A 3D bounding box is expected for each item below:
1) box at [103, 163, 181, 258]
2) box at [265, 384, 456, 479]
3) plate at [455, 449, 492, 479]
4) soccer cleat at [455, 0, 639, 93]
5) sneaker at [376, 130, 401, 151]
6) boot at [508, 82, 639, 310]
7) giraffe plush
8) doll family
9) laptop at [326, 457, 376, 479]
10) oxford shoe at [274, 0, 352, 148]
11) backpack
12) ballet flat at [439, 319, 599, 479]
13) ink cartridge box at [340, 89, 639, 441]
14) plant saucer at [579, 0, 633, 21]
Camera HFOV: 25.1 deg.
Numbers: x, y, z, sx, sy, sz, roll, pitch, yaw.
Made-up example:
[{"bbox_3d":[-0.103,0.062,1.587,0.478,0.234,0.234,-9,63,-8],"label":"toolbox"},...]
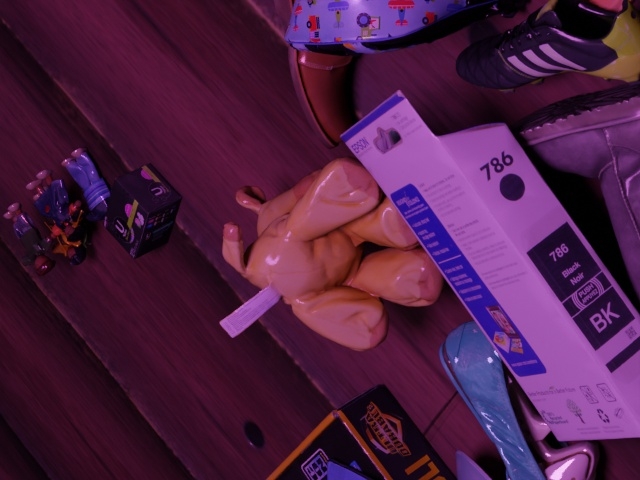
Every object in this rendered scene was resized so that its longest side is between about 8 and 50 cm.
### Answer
[{"bbox_3d":[-0.203,-0.033,1.633,0.062,0.052,0.083,45,140,20],"label":"box"},{"bbox_3d":[0.082,0.343,1.520,0.322,0.079,0.257,53,140,12],"label":"box"},{"bbox_3d":[0.175,0.279,1.343,0.188,0.024,0.188,54,173,10],"label":"plate"},{"bbox_3d":[0.175,-0.156,1.112,0.179,0.060,0.072,1,138,41],"label":"soccer cleat"},{"bbox_3d":[0.078,-0.069,1.307,0.098,0.038,0.069,61,147,8],"label":"sneaker"},{"bbox_3d":[0.241,-0.013,1.136,0.190,0.076,0.208,-7,113,53],"label":"boot"},{"bbox_3d":[0.000,0.000,1.350,0.170,0.210,0.181,-99,-14,-69],"label":"giraffe plush"},{"bbox_3d":[-0.303,-0.026,1.736,0.111,0.076,0.193,60,140,10],"label":"doll family"},{"bbox_3d":[0.049,0.460,1.295,0.236,0.408,0.381,6,105,17],"label":"laptop"},{"bbox_3d":[0.009,-0.176,1.297,0.076,0.076,0.212,-7,125,9],"label":"oxford shoe"},{"bbox_3d":[0.051,-0.212,1.135,0.158,0.173,0.116,10,119,47],"label":"backpack"},{"bbox_3d":[0.197,0.179,1.289,0.087,0.083,0.247,-27,93,34],"label":"ballet flat"},{"bbox_3d":[0.155,0.015,1.178,0.332,0.065,0.165,54,162,-3],"label":"ink cartridge box"},{"bbox_3d":[0.205,-0.206,1.094,0.083,0.013,0.083,28,132,37],"label":"plant saucer"}]
